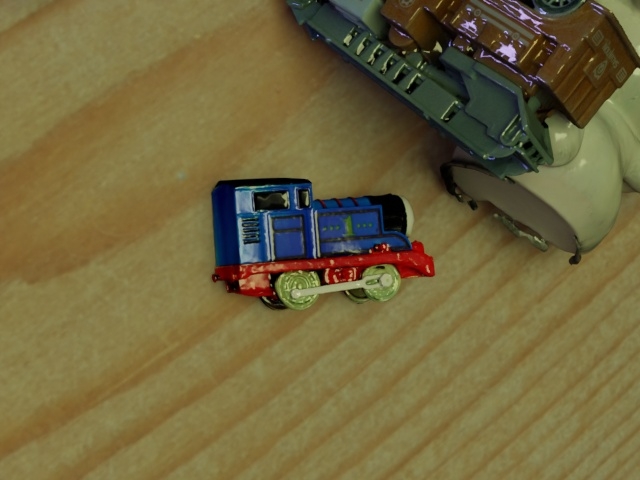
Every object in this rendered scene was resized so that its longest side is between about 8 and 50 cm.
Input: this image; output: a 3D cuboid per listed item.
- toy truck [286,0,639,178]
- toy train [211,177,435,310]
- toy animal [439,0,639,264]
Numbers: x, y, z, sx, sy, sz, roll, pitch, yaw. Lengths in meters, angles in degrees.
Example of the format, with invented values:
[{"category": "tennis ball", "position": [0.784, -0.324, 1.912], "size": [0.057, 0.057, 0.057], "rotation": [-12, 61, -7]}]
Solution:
[{"category": "toy truck", "position": [0.110, -0.206, 1.423], "size": [0.184, 0.338, 0.133], "rotation": [-53, 149, 0]}, {"category": "toy train", "position": [0.000, 0.000, 1.496], "size": [0.204, 0.083, 0.131], "rotation": [-4, 88, -22]}, {"category": "toy animal", "position": [0.266, -0.148, 1.540], "size": [0.310, 0.183, 0.247], "rotation": [-55, 140, -11]}]
